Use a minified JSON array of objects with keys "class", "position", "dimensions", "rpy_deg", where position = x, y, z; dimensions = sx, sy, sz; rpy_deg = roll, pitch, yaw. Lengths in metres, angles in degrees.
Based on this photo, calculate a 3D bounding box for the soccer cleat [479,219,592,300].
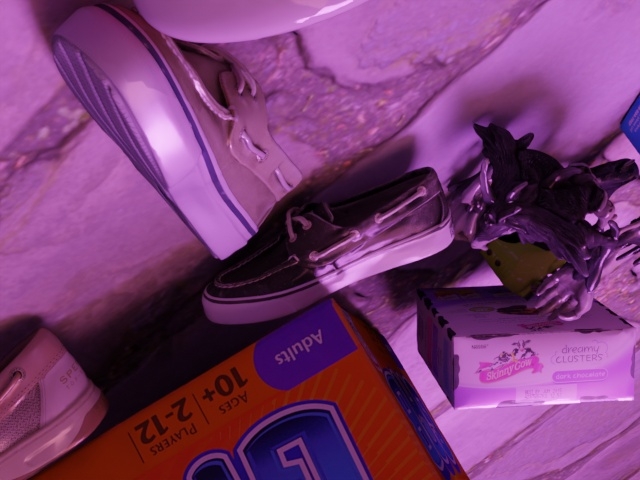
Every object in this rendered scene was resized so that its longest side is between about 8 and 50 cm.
[{"class":"soccer cleat","position":[0.215,0.001,1.296],"dimensions":[0.060,0.072,0.179],"rpy_deg":[-49,168,32]}]

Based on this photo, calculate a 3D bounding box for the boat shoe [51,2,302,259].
[{"class":"boat shoe","position":[-0.084,-0.081,0.855],"dimensions":[0.094,0.109,0.302],"rpy_deg":[-43,162,-6]}]

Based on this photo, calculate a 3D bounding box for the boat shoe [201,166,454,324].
[{"class":"boat shoe","position":[0.000,0.000,1.088],"dimensions":[0.219,0.078,0.070],"rpy_deg":[-22,117,-6]}]

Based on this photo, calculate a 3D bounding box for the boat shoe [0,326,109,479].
[{"class":"boat shoe","position":[-0.318,0.177,1.057],"dimensions":[0.302,0.098,0.109],"rpy_deg":[-32,-164,5]}]

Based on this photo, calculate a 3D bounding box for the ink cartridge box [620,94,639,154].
[{"class":"ink cartridge box","position":[0.374,-0.064,1.147],"dimensions":[0.078,0.231,0.134],"rpy_deg":[-13,149,-28]}]

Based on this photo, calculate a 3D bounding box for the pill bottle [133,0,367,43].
[{"class":"pill bottle","position":[-0.048,-0.221,0.509],"dimensions":[0.146,0.146,0.264],"rpy_deg":[-26,120,-7]}]

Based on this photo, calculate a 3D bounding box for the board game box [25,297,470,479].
[{"class":"board game box","position":[-0.027,0.307,1.172],"dimensions":[0.356,0.356,0.356],"rpy_deg":[-31,167,4]}]

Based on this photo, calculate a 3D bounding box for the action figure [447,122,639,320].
[{"class":"action figure","position":[0.197,-0.013,1.151],"dimensions":[0.275,0.164,0.141],"rpy_deg":[-1,136,-51]}]

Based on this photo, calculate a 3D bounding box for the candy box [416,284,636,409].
[{"class":"candy box","position":[0.185,0.094,1.240],"dimensions":[0.164,0.070,0.196],"rpy_deg":[-2,-170,-5]}]
